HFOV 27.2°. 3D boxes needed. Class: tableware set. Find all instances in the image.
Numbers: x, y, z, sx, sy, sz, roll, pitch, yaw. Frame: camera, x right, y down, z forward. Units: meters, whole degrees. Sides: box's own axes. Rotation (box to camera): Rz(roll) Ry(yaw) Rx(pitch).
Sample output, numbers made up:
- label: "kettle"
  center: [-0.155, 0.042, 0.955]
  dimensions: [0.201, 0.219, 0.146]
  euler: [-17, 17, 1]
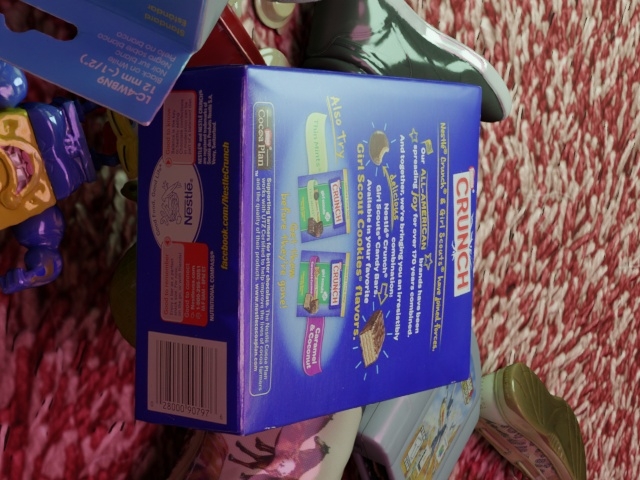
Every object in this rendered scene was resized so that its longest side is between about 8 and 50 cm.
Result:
- label: "tableware set"
  center: [-0.076, -0.205, 1.276]
  dimensions: [0.168, 0.020, 0.141]
  euler: [18, 83, -46]

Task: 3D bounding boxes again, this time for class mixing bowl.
- label: "mixing bowl"
  center: [-0.125, -0.178, 1.142]
  dimensions: [0.098, 0.181, 0.181]
  euler: [-32, 128, 5]

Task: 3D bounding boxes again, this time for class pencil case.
- label: "pencil case"
  center: [-0.039, 0.119, 1.269]
  dimensions: [0.183, 0.160, 0.410]
  euler: [24, 78, -25]

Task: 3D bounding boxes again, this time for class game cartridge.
- label: "game cartridge"
  center: [0.111, 0.192, 1.443]
  dimensions: [0.198, 0.062, 0.297]
  euler: [-54, 153, -21]

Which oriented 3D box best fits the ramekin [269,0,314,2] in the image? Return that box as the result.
- label: "ramekin"
  center: [-0.008, -0.338, 1.149]
  dimensions: [0.277, 0.277, 0.135]
  euler: [-61, 140, -21]

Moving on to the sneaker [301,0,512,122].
- label: "sneaker"
  center: [0.084, -0.156, 1.401]
  dimensions: [0.295, 0.104, 0.147]
  euler: [29, 77, -39]

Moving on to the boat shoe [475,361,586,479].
- label: "boat shoe"
  center: [0.264, 0.243, 1.680]
  dimensions: [0.285, 0.089, 0.105]
  euler: [50, 35, -42]

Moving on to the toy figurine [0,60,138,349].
- label: "toy figurine"
  center: [-0.245, -0.043, 1.074]
  dimensions: [0.217, 0.191, 0.363]
  euler: [-19, 110, -14]

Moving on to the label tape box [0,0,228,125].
- label: "label tape box"
  center: [-0.152, -0.290, 0.946]
  dimensions: [0.115, 0.249, 0.348]
  euler: [99, 17, -68]

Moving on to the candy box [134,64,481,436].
- label: "candy box"
  center: [0.000, 0.000, 1.073]
  dimensions: [0.317, 0.122, 0.268]
  euler: [-3, 96, -51]
